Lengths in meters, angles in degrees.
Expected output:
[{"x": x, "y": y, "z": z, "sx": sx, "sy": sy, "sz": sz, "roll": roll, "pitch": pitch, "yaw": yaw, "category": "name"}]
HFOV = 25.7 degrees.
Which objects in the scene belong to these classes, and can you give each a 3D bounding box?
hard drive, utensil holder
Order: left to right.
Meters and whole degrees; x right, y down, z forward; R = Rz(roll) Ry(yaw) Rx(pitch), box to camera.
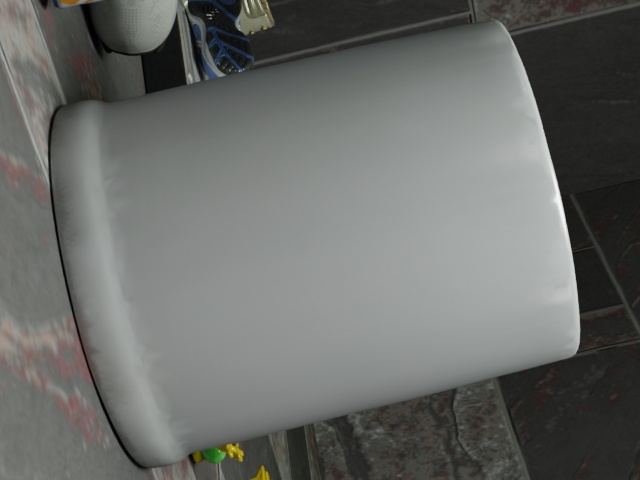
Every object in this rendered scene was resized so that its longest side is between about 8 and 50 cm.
[{"x": -0.183, "y": -0.164, "z": 1.906, "sx": 0.237, "sy": 0.064, "sz": 0.339, "roll": 74, "pitch": 4, "yaw": -53, "category": "hard drive"}, {"x": 0.000, "y": 0.000, "z": 1.222, "sx": 0.327, "sy": 0.386, "sz": 0.327, "roll": -12, "pitch": 90, "yaw": -88, "category": "utensil holder"}]

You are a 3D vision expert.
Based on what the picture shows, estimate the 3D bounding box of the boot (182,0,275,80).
[{"x": -0.154, "y": -0.334, "z": 2.343, "sx": 0.077, "sy": 0.165, "sz": 0.213, "roll": -99, "pitch": 174, "yaw": -59, "category": "boot"}]

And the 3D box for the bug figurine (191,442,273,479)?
[{"x": -0.104, "y": 0.201, "z": 1.546, "sx": 0.279, "sy": 0.072, "sz": 0.216, "roll": -94, "pitch": 166, "yaw": -48, "category": "bug figurine"}]

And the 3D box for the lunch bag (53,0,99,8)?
[{"x": -0.217, "y": -0.374, "z": 1.237, "sx": 0.243, "sy": 0.115, "sz": 0.303, "roll": -100, "pitch": -178, "yaw": -56, "category": "lunch bag"}]

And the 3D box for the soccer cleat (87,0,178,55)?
[{"x": -0.202, "y": -0.353, "z": 1.520, "sx": 0.143, "sy": 0.116, "sz": 0.331, "roll": 101, "pitch": -18, "yaw": -55, "category": "soccer cleat"}]

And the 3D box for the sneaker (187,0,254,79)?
[{"x": -0.147, "y": -0.285, "z": 1.957, "sx": 0.081, "sy": 0.080, "sz": 0.211, "roll": 108, "pitch": -23, "yaw": -49, "category": "sneaker"}]
